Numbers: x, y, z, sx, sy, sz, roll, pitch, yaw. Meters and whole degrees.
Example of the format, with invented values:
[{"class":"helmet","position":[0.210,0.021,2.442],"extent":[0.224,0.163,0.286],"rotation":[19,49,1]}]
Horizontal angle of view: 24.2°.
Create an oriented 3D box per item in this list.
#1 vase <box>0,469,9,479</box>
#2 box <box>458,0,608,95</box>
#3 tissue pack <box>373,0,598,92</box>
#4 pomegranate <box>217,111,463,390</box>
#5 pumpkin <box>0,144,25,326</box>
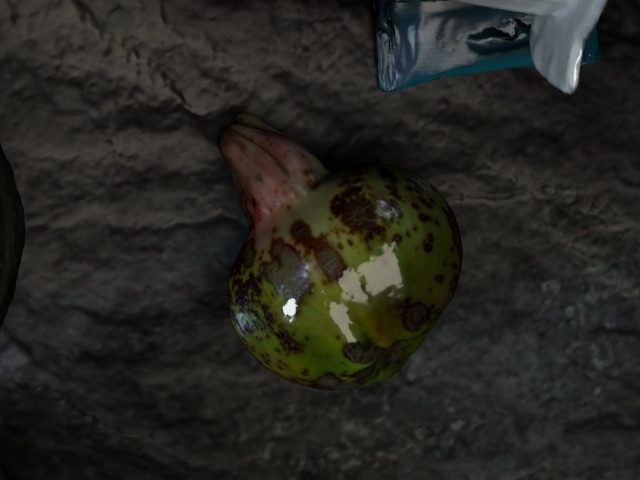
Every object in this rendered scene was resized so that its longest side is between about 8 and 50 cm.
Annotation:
[{"class":"vase","position":[-0.326,0.279,0.778],"extent":[0.445,0.250,0.250],"rotation":[-31,114,-7]},{"class":"box","position":[0.037,-0.222,0.687],"extent":[0.206,0.291,0.262],"rotation":[3,65,-4]},{"class":"tissue pack","position":[0.098,-0.134,0.863],"extent":[0.138,0.028,0.085],"rotation":[-9,111,-10]},{"class":"pomegranate","position":[0.002,0.006,0.829],"extent":[0.138,0.125,0.163],"rotation":[-38,114,13]},{"class":"pumpkin","position":[-0.302,-0.001,0.631],"extent":[0.327,0.291,0.257],"rotation":[-26,74,11]}]
